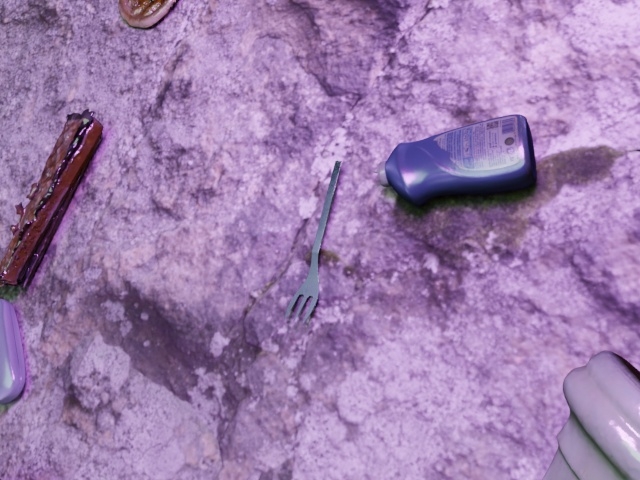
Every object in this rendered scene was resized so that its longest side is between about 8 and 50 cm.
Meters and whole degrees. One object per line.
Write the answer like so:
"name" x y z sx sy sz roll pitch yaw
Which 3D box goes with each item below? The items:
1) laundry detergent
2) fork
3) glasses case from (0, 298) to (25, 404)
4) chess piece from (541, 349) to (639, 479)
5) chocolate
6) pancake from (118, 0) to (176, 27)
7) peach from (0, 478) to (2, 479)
"laundry detergent" 0.163 -0.098 0.896 0.206 0.061 0.097 -8 69 24
"fork" 0.001 0.001 0.962 0.039 0.021 0.235 9 73 25
"glasses case" -0.515 0.176 1.132 0.067 0.045 0.179 -31 60 12
"chess piece" 0.227 0.266 0.656 0.299 0.194 0.195 -47 57 13
"chocolate" -0.461 -0.070 1.200 0.102 0.065 0.329 10 73 49
"pancake" -0.311 -0.458 1.302 0.151 0.025 0.152 -11 64 23
"peach" -0.490 0.450 0.877 0.332 0.308 0.308 34 87 17
